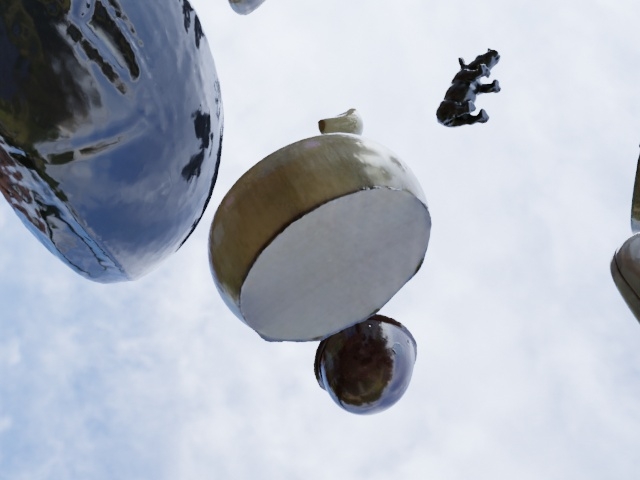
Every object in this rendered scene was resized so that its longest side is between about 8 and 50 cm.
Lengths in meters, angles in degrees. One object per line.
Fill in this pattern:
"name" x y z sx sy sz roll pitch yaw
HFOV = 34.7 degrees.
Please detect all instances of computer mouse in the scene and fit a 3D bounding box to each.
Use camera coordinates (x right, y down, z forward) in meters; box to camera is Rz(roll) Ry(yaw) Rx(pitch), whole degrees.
"computer mouse" -0.116 -0.078 0.539 0.086 0.269 0.137 14 -126 32

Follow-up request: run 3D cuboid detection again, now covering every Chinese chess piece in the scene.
"Chinese chess piece" 0.000 0.000 1.149 0.257 0.257 0.104 -46 -127 18

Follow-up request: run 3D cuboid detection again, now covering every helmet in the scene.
"helmet" 0.064 0.206 1.525 0.175 0.155 0.106 -47 -160 27

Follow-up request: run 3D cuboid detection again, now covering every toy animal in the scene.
"toy animal" 0.182 -0.188 1.236 0.065 0.047 0.135 -8 -134 45

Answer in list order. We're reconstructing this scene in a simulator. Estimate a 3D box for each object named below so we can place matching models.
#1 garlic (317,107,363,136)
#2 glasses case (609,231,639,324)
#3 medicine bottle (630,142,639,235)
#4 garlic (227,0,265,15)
"garlic" 0.032 -0.159 1.447 0.041 0.083 0.053 -33 -98 41
"glasses case" 0.346 0.087 0.899 0.233 0.092 0.059 55 -39 25
"medicine bottle" 0.520 -0.050 1.128 0.322 0.151 0.151 12 -94 24
"garlic" -0.108 -0.435 1.564 0.099 0.174 0.124 15 -131 14
